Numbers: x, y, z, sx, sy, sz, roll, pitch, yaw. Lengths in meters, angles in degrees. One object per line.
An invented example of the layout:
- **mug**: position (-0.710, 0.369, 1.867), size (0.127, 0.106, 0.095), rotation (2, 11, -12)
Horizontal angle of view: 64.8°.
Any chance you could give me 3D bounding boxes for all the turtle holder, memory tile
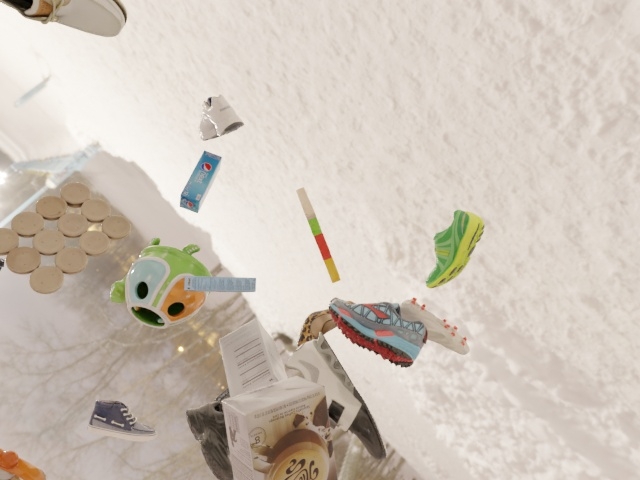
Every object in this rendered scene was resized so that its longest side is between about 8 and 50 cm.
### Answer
- **turtle holder**: position (-0.504, 0.134, 1.557), size (0.320, 0.227, 0.243), rotation (20, 142, 6)
- **memory tile**: position (-0.329, -0.007, 0.639), size (0.113, 0.148, 0.012), rotation (37, 140, 4)

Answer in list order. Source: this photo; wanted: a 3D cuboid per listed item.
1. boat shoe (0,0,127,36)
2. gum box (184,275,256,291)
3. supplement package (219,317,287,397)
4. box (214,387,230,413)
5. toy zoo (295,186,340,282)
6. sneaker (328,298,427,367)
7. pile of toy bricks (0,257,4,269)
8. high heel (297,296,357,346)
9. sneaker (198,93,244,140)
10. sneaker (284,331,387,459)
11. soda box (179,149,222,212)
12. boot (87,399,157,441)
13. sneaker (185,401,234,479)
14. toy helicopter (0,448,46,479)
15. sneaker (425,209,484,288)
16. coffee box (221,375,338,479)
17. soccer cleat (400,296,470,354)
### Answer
- **boat shoe**: position (-0.507, -0.445, 0.915), size (0.302, 0.103, 0.113), rotation (15, 138, -37)
- **gum box**: position (-0.272, 0.121, 1.384), size (0.184, 0.041, 0.157), rotation (3, 174, -10)
- **supplement package**: position (-0.185, 0.368, 1.438), size (0.139, 0.134, 0.244), rotation (60, 179, -34)
- **box**: position (-0.247, 0.550, 1.683), size (0.184, 0.190, 0.045), rotation (51, -177, 40)
- **toy zoo**: position (0.000, 0.000, 1.548), size (0.192, 0.030, 0.293), rotation (-111, 0, -60)
- **sneaker**: position (0.137, 0.197, 1.191), size (0.262, 0.125, 0.104), rotation (25, 148, 36)
- **pile of toy bricks**: position (-1.155, 0.079, 1.707), size (0.118, 0.105, 0.212), rotation (50, -167, -48)
- **high heel**: position (0.028, 0.325, 1.934), size (0.093, 0.261, 0.186), rotation (51, 161, -22)
- **sneaker**: position (-0.347, -0.413, 1.688), size (0.297, 0.111, 0.129), rotation (3, 120, 59)
- **sneaker**: position (0.032, 0.403, 1.233), size (0.330, 0.146, 0.122), rotation (55, 172, 19)
- **soda box**: position (-0.399, -0.198, 1.685), size (0.067, 0.210, 0.071), rotation (21, 145, -5)
- **boot**: position (-0.548, 0.505, 1.417), size (0.190, 0.086, 0.069), rotation (15, 173, -15)
- **sneaker**: position (-0.308, 0.593, 1.526), size (0.286, 0.130, 0.109), rotation (44, 146, 44)
- **toy helicopter**: position (-0.755, 0.498, 1.052), size (0.140, 0.235, 0.355), rotation (50, 168, 50)
- **sneaker**: position (0.421, 0.030, 1.638), size (0.123, 0.109, 0.296), rotation (45, 123, 35)
- **coffee box**: position (-0.067, 0.429, 0.941), size (0.119, 0.168, 0.297), rotation (-3, 96, 57)
- **soccer cleat**: position (0.274, 0.221, 1.238), size (0.196, 0.076, 0.068), rotation (37, -160, 14)
